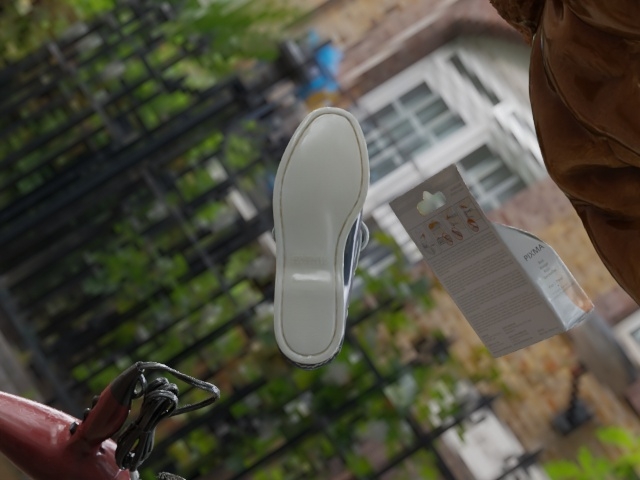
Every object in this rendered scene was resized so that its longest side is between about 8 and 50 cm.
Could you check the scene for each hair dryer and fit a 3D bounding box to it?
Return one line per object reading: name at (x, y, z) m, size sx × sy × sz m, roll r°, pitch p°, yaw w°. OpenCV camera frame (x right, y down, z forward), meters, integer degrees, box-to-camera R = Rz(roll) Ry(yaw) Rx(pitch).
hair dryer at (-0.219, 0.183, 1.876) m, size 0.080 × 0.293 × 0.224 m, roll -65°, pitch 152°, yaw -50°

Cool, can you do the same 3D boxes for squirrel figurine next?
squirrel figurine at (0.226, -0.210, 1.435) m, size 0.397 × 0.281 × 0.370 m, roll 57°, pitch 6°, yaw 32°

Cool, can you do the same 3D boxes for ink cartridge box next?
ink cartridge box at (0.152, 0.014, 1.712) m, size 0.179 × 0.045 × 0.145 m, roll 58°, pitch -26°, yaw 0°

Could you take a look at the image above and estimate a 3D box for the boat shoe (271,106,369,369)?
boat shoe at (0.000, 0.000, 1.832) m, size 0.079 × 0.095 × 0.255 m, roll 95°, pitch -4°, yaw -79°
